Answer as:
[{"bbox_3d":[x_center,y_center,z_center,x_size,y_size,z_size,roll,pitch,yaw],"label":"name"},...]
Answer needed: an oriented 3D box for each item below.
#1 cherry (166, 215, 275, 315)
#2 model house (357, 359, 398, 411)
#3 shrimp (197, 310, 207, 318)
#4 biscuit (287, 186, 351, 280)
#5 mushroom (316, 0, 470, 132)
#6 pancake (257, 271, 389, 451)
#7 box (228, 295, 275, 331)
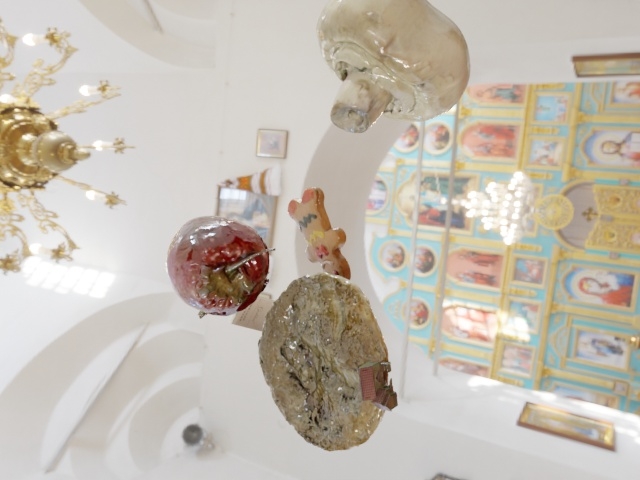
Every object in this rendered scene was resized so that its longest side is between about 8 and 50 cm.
[{"bbox_3d":[-0.204,0.035,1.077,0.192,0.249,0.175,-40,-42,-7],"label":"cherry"},{"bbox_3d":[0.098,0.260,0.983,0.058,0.057,0.083,-10,-84,-49],"label":"model house"},{"bbox_3d":[-0.232,0.127,1.197,0.108,0.023,0.059,-40,-25,4],"label":"shrimp"},{"bbox_3d":[-0.001,0.000,1.314,0.036,0.165,0.250,-19,-98,-33],"label":"biscuit"},{"bbox_3d":[0.100,-0.274,0.901,0.234,0.260,0.254,-54,-36,-6],"label":"mushroom"},{"bbox_3d":[0.007,0.254,1.186,0.082,0.387,0.387,2,-83,-43],"label":"pancake"},{"bbox_3d":[-0.196,0.233,1.767,0.198,0.029,0.109,26,-87,-48],"label":"box"}]
